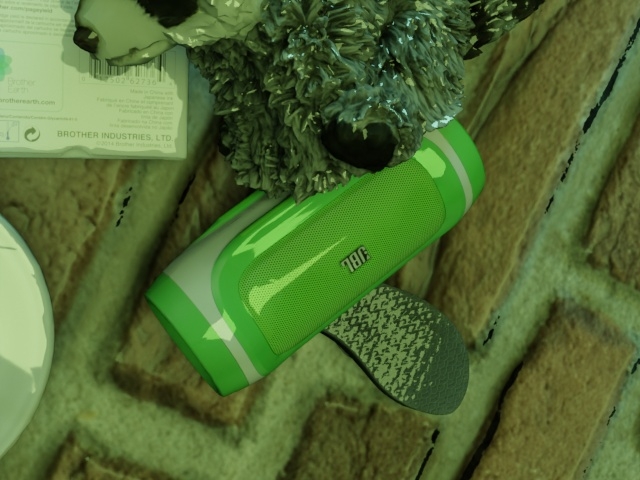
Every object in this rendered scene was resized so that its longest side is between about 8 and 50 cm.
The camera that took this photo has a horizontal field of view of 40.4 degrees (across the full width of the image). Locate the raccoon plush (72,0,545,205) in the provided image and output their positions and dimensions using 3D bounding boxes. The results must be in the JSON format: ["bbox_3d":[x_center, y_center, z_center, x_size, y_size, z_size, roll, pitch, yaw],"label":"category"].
[{"bbox_3d":[-0.005,-0.246,0.704,0.446,0.216,0.299,-50,122,-36],"label":"raccoon plush"}]

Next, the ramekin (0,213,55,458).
[{"bbox_3d":[-0.351,0.069,0.684,0.273,0.127,0.273,-3,99,-17],"label":"ramekin"}]

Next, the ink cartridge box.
[{"bbox_3d":[-0.202,-0.224,0.720,0.186,0.065,0.311,0,101,-19],"label":"ink cartridge box"}]

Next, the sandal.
[{"bbox_3d":[0.042,0.077,0.852,0.254,0.054,0.097,37,79,-9],"label":"sandal"}]

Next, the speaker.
[{"bbox_3d":[0.000,0.000,0.753,0.296,0.131,0.131,-38,107,-15],"label":"speaker"}]
